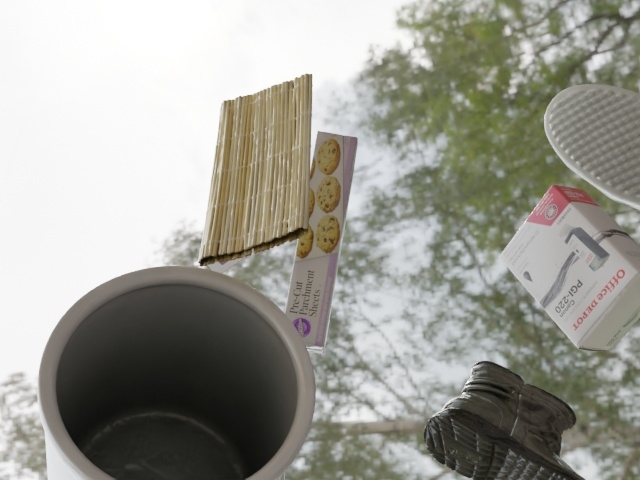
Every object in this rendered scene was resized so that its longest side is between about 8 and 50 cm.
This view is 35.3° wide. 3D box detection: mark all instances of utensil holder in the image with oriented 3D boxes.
[{"bbox_3d":[-0.204,0.274,1.336,0.328,0.385,0.327,7,-128,-10],"label":"utensil holder"}]

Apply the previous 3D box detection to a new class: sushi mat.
[{"bbox_3d":[-0.080,-0.100,1.311,0.316,0.151,0.019,-89,-25,-45],"label":"sushi mat"}]

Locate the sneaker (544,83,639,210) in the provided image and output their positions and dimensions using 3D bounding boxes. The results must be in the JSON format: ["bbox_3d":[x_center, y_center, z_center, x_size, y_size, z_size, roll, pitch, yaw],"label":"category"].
[{"bbox_3d":[0.364,-0.061,1.048,0.102,0.282,0.161,-59,-16,4],"label":"sneaker"}]

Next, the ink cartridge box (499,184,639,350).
[{"bbox_3d":[0.404,0.042,1.556,0.092,0.158,0.218,7,-144,-42],"label":"ink cartridge box"}]

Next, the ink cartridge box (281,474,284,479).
[{"bbox_3d":[-0.208,0.482,1.838,0.130,0.272,0.309,-8,-83,-78],"label":"ink cartridge box"}]

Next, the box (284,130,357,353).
[{"bbox_3d":[0.000,0.000,1.469,0.063,0.067,0.324,87,-167,-73],"label":"box"}]

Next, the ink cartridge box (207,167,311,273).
[{"bbox_3d":[-0.089,-0.063,2.138,0.069,0.371,0.176,49,-144,-7],"label":"ink cartridge box"}]

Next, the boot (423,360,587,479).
[{"bbox_3d":[0.244,0.222,1.076,0.161,0.246,0.083,-31,-31,-50],"label":"boot"}]
